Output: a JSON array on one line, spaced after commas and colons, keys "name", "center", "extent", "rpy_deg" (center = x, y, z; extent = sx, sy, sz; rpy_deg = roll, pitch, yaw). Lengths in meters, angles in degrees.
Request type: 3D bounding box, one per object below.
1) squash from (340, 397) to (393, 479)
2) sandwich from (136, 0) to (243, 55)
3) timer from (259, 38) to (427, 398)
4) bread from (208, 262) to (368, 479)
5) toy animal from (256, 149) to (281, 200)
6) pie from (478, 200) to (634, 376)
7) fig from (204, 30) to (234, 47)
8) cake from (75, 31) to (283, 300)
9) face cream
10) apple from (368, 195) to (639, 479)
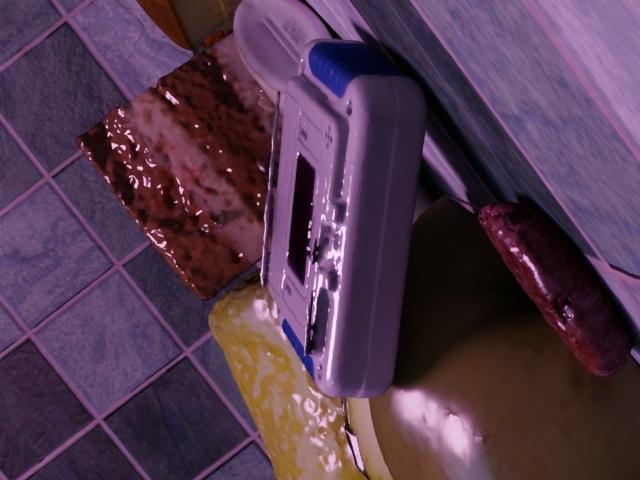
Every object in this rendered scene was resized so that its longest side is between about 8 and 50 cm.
[{"name": "squash", "center": [0.083, 0.176, 1.605], "extent": [0.237, 0.155, 0.204], "rpy_deg": [48, 175, 49]}, {"name": "sandwich", "center": [-0.125, -0.271, 1.435], "extent": [0.128, 0.122, 0.236], "rpy_deg": [49, 177, 7]}, {"name": "timer", "center": [0.012, -0.020, 1.172], "extent": [0.178, 0.078, 0.253], "rpy_deg": [-128, 42, -66]}, {"name": "bread", "center": [0.042, 0.137, 1.869], "extent": [0.308, 0.348, 0.348], "rpy_deg": [55, 179, -5]}, {"name": "toy animal", "center": [0.008, 0.013, 1.466], "extent": [0.170, 0.090, 0.255], "rpy_deg": [59, 174, -24]}, {"name": "pie", "center": [0.160, 0.029, 1.030], "extent": [0.153, 0.038, 0.153], "rpy_deg": [54, -178, -3]}, {"name": "fig", "center": [-0.135, -0.314, 1.847], "extent": [0.119, 0.153, 0.119], "rpy_deg": [21, -144, -16]}, {"name": "cake", "center": [-0.107, -0.099, 1.811], "extent": [0.256, 0.290, 0.282], "rpy_deg": [51, 179, -2]}, {"name": "face cream", "center": [0.036, -0.087, 1.487], "extent": [0.348, 0.081, 0.173], "rpy_deg": [53, -179, -46]}, {"name": "apple", "center": [0.198, 0.158, 1.267], "extent": [0.360, 0.311, 0.320], "rpy_deg": [62, -146, -40]}]
